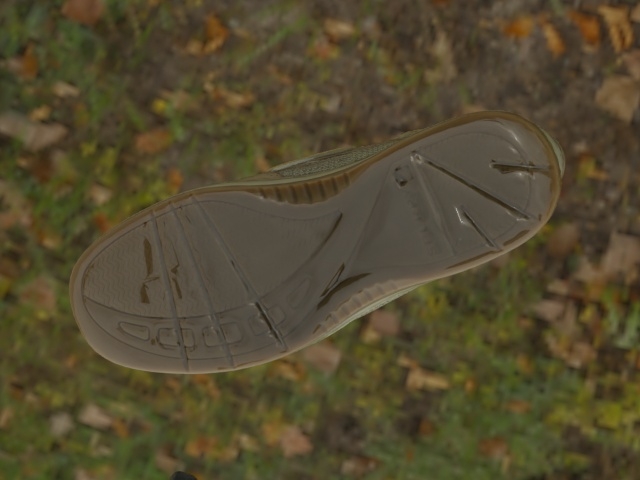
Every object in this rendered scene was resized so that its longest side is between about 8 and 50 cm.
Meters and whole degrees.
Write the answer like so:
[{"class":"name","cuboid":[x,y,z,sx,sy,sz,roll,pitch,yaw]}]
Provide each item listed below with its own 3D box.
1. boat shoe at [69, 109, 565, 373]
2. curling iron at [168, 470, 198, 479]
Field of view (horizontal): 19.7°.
[{"class":"boat shoe","cuboid":[0.000,0.000,1.086,0.302,0.098,0.109,-20,91,14]},{"class":"curling iron","cuboid":[-0.111,0.236,0.952,0.068,0.274,0.035,33,137,-19]}]
